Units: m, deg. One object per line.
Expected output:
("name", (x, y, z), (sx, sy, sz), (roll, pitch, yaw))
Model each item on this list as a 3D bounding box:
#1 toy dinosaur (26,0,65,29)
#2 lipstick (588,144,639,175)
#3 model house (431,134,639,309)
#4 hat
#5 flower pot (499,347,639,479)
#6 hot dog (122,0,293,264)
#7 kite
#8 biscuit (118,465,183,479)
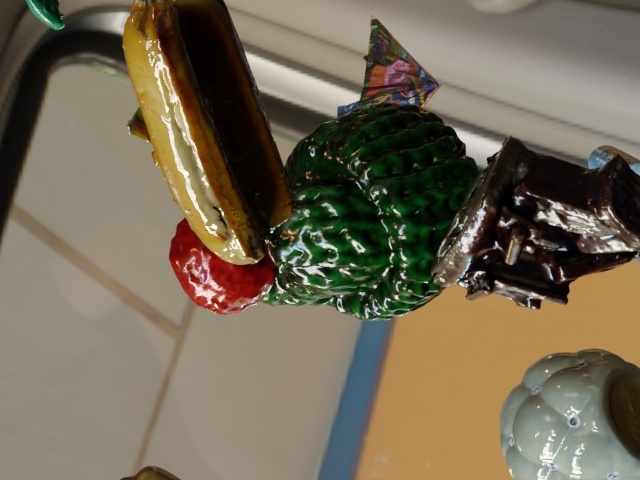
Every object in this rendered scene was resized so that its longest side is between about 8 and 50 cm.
("toy dinosaur", (-0.362, -0.349, 1.307), (0.132, 0.059, 0.096), (60, -138, -24))
("lipstick", (0.387, -0.090, 1.281), (0.158, 0.048, 0.048), (-82, -9, -77))
("model house", (0.194, -0.003, 0.822), (0.203, 0.164, 0.141), (74, -140, -85))
("hat", (0.000, 0.000, 1.094), (0.332, 0.242, 0.274), (-19, -31, -27))
("flower pot", (0.391, 0.278, 1.461), (0.246, 0.195, 0.246), (16, -122, -28))
("hot dog", (-0.086, -0.078, 0.749), (0.104, 0.076, 0.250), (-59, -33, -33))
("kite", (0.107, -0.242, 1.638), (0.016, 0.234, 0.321), (20, -108, -39))
("biscuit", (-0.270, 0.425, 1.272), (0.295, 0.186, 0.044), (-60, 5, 3))
